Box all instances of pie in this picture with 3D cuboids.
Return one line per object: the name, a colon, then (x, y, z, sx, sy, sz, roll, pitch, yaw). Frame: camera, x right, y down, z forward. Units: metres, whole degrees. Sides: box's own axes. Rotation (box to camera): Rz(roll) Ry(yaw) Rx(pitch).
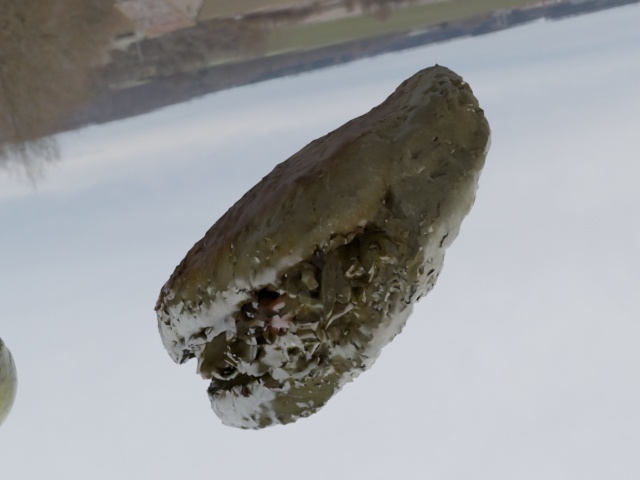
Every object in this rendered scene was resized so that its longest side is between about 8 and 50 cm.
pie: (0.000, 0.000, 0.408, 0.193, 0.079, 0.163, -41, -171, 48)

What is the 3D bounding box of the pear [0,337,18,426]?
pear: (-0.363, 0.151, 0.962, 0.107, 0.107, 0.131, -3, -134, 46)
